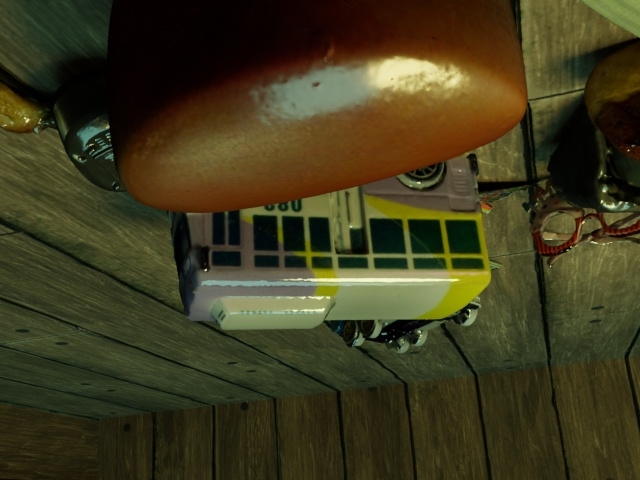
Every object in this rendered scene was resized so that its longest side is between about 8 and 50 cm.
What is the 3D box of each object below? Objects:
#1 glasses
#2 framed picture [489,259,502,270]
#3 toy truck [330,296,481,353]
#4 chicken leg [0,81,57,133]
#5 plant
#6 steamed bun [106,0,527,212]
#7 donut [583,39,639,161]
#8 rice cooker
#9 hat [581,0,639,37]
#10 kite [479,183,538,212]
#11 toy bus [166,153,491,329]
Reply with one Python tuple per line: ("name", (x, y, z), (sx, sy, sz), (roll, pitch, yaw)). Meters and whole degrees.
("glasses", (0.440, -0.047, 1.165), (0.255, 0.162, 0.095), (-15, 143, 33))
("framed picture", (0.288, 0.059, 1.634), (0.183, 0.011, 0.142), (15, 152, -41))
("toy truck", (0.161, 0.123, 1.535), (0.146, 0.175, 0.367), (14, 152, -30))
("chicken leg", (-0.390, -0.147, 0.856), (0.207, 0.085, 0.101), (8, 114, -46))
("plant", (0.411, -0.112, 1.001), (0.142, 0.164, 0.256), (3, 170, -17))
("steamed bun", (-0.025, -0.165, 0.656), (0.379, 0.235, 0.248), (-11, 161, 18))
("donut", (0.402, -0.162, 0.850), (0.184, 0.166, 0.073), (-26, 140, 17))
("rice cooker", (-0.246, -0.126, 0.886), (0.112, 0.106, 0.165), (-29, 148, 0))
("hat", (0.353, -0.242, 0.690), (0.252, 0.252, 0.110), (15, 111, -41))
("kite", (0.246, -0.059, 1.273), (0.241, 0.014, 0.183), (-25, 162, 32))
("toy bus", (0.000, 0.000, 1.082), (0.440, 0.249, 0.209), (1, 159, -15))
